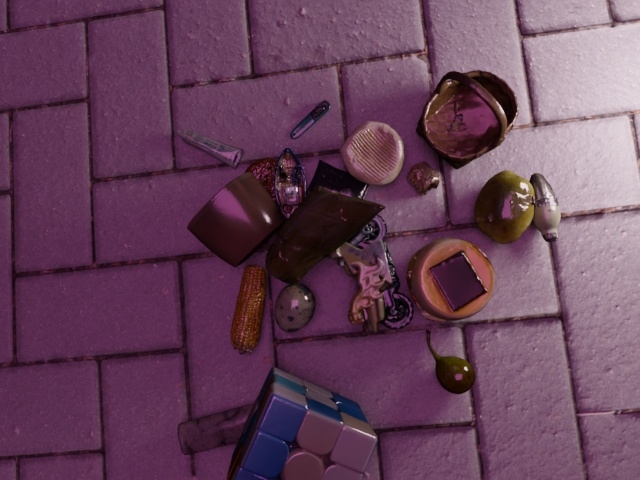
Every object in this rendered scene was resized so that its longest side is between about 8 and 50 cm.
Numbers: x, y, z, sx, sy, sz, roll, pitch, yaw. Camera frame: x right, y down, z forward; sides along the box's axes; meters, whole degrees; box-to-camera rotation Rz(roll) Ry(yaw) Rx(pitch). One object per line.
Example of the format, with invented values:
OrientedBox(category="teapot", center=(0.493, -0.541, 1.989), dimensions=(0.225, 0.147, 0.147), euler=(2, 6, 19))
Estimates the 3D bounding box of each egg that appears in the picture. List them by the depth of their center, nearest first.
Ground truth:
OrientedBox(category="egg", center=(-0.090, 0.236, 1.734), dimensions=(0.141, 0.141, 0.182), euler=(22, 105, 8))

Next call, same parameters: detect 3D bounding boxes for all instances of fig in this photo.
OrientedBox(category="fig", center=(0.419, 0.406, 1.684), dimensions=(0.124, 0.124, 0.236), euler=(-38, 67, 1))

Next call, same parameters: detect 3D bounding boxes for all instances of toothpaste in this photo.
OrientedBox(category="toothpaste", center=(-0.422, -0.358, 1.880), dimensions=(0.268, 0.047, 0.069), euler=(24, 68, 6))

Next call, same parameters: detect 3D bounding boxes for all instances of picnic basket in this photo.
OrientedBox(category="picnic basket", center=(0.499, -0.429, 1.657), dimensions=(0.337, 0.337, 0.293), euler=(-44, 81, 0))

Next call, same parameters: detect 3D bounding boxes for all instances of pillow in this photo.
OrientedBox(category="pillow", center=(0.067, -0.197, 1.806), dimensions=(0.208, 0.055, 0.141), euler=(20, 80, 7))

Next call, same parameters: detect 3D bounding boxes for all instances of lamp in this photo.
OrientedBox(category="lamp", center=(0.759, -0.114, 1.702), dimensions=(0.101, 0.101, 0.250), euler=(-8, 79, 5))

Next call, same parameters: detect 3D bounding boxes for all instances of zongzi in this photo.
OrientedBox(category="zongzi", center=(0.000, 0.000, 1.588), dimensions=(0.174, 0.393, 0.356), euler=(40, 81, -27))

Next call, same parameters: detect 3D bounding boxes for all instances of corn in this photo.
OrientedBox(category="corn", center=(-0.251, 0.243, 1.767), dimensions=(0.115, 0.115, 0.318), euler=(9, 82, 7))

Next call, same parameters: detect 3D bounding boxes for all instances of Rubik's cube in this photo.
OrientedBox(category="Rubik's cube", center=(-0.068, 0.644, 1.552), dimensions=(0.346, 0.346, 0.344), euler=(24, 87, -6))

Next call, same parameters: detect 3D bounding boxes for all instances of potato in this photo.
OrientedBox(category="potato", center=(0.624, -0.114, 1.689), dimensions=(0.197, 0.148, 0.228), euler=(36, 98, 13))

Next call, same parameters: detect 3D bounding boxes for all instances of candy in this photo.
OrientedBox(category="candy", center=(0.366, -0.220, 1.770), dimensions=(0.095, 0.085, 0.110), euler=(-27, 70, -6))

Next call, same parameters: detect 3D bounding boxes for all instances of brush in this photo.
OrientedBox(category="brush", center=(-0.040, -0.451, 1.857), dimensions=(0.193, 0.032, 0.043), euler=(-43, 82, -1))

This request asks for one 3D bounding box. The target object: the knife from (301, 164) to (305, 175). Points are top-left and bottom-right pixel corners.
OrientedBox(category="knife", center=(-0.090, -0.136, 1.836), dimensions=(0.047, 0.017, 0.298), euler=(8, 82, 4))

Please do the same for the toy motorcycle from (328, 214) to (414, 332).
OrientedBox(category="toy motorcycle", center=(0.159, 0.117, 1.701), dimensions=(0.236, 0.168, 0.410), euler=(-21, 77, 14))

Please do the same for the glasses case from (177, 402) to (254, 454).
OrientedBox(category="glasses case", center=(-0.345, 0.659, 1.751), dimensions=(0.299, 0.060, 0.114), euler=(-17, 83, 4))

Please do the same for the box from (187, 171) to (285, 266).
OrientedBox(category="box", center=(-0.279, -0.060, 1.722), dimensions=(0.301, 0.301, 0.216), euler=(-41, 91, 0))

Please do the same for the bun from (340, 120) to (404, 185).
OrientedBox(category="bun", center=(0.190, -0.304, 1.766), dimensions=(0.231, 0.133, 0.231), euler=(0, 92, 8))

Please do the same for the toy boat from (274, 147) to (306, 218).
OrientedBox(category="toy boat", center=(-0.106, -0.194, 1.772), dimensions=(0.114, 0.115, 0.262), euler=(-6, 84, -9))

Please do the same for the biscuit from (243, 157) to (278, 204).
OrientedBox(category="biscuit", center=(-0.201, -0.213, 1.850), dimensions=(0.187, 0.027, 0.188), euler=(-1, 84, 5))

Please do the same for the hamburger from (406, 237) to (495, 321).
OrientedBox(category="hamburger", center=(0.437, 0.128, 1.676), dimensions=(0.301, 0.170, 0.302), euler=(0, 84, 1))
